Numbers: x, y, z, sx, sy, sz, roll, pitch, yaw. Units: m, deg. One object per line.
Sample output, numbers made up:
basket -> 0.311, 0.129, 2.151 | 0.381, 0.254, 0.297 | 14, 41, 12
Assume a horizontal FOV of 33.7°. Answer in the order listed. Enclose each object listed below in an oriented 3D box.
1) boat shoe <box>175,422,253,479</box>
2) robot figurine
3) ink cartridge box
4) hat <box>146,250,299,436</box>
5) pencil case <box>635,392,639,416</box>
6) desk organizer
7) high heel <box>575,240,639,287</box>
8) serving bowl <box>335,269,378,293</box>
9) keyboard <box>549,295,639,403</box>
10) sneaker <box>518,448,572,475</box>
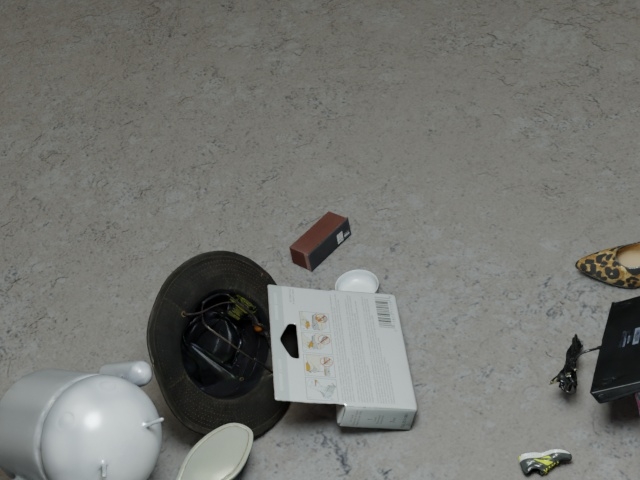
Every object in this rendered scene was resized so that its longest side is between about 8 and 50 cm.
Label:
boat shoe -> -0.181, 0.403, 1.668 | 0.095, 0.079, 0.254 | 12, 48, 20
robot figurine -> -0.386, 0.307, 1.676 | 0.354, 0.199, 0.300 | -2, 47, 49
ink cartridge box -> 0.028, 0.197, 1.816 | 0.239, 0.060, 0.275 | 5, 41, -10
hat -> -0.189, 0.191, 1.841 | 0.134, 0.331, 0.331 | -26, 22, 48
pencil case -> 0.537, 0.316, 1.582 | 0.124, 0.124, 0.284 | 0, 41, 12
desk organizer -> 0.000, 0.000, 2.107 | 0.050, 0.047, 0.130 | 22, 51, 35
high heel -> 0.590, -0.007, 1.886 | 0.261, 0.186, 0.093 | -1, 42, 11
serving bowl -> 0.070, 0.093, 2.001 | 0.083, 0.027, 0.083 | -6, 41, 5
keyboard -> 0.489, 0.178, 1.747 | 0.202, 0.033, 0.317 | -18, 15, 28
sneaker -> 0.354, 0.351, 1.658 | 0.083, 0.031, 0.035 | -9, 55, 8
